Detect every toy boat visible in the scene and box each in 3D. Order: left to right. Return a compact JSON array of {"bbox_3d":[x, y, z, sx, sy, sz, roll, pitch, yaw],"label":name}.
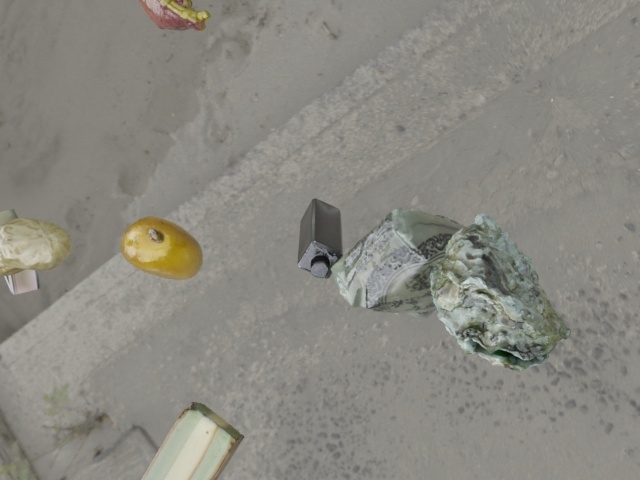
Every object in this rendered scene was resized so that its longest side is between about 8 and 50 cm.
[{"bbox_3d":[-0.290,-0.476,1.097,0.099,0.141,0.318,-39,65,21],"label":"toy boat"}]

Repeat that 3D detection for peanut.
[{"bbox_3d":[-0.656,0.017,1.288,0.274,0.125,0.111,-10,56,22],"label":"peanut"}]

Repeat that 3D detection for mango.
[{"bbox_3d":[-0.359,0.030,1.389,0.176,0.317,0.119,6,71,3],"label":"mango"}]

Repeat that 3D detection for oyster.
[{"bbox_3d":[0.263,0.073,0.930,0.268,0.198,0.112,55,150,36],"label":"oyster"}]

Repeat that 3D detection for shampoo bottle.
[{"bbox_3d":[0.000,0.000,1.358,0.080,0.246,0.079,23,118,-13],"label":"shampoo bottle"}]

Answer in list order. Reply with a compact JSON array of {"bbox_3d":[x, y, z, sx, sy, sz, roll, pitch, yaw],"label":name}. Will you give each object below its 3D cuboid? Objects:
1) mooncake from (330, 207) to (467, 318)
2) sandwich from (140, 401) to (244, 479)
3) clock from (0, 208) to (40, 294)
[{"bbox_3d":[0.182,0.056,1.214,0.254,0.250,0.136,-51,40,33],"label":"mooncake"},{"bbox_3d":[-0.170,0.282,0.718,0.079,0.113,0.163,34,75,7],"label":"sandwich"},{"bbox_3d":[-0.812,0.031,1.599,0.192,0.071,0.147,48,140,33],"label":"clock"}]
